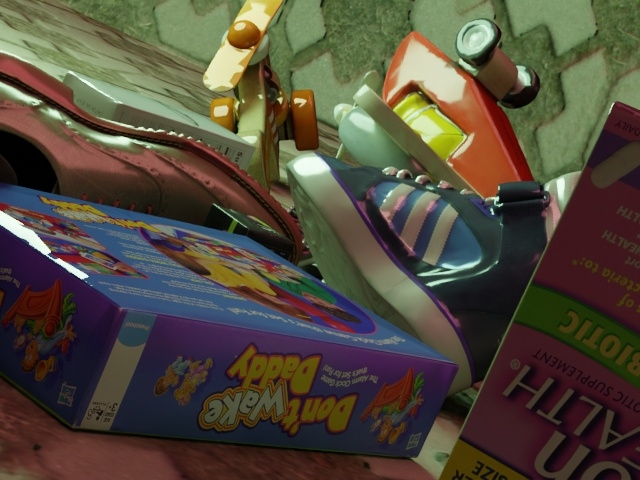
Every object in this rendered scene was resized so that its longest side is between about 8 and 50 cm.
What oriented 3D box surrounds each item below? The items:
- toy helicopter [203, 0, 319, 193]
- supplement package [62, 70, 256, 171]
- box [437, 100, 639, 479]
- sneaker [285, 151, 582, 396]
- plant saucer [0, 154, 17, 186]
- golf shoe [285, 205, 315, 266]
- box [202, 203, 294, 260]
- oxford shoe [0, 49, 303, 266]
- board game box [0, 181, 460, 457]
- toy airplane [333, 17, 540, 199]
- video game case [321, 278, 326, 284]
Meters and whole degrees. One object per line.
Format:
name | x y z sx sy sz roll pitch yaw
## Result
toy helicopter | -0.081 -0.170 2.272 0.140 0.235 0.355 -5 27 2
supplement package | -0.175 -0.084 1.770 0.179 0.105 0.105 16 10 -44
box | 0.213 0.082 0.945 0.214 0.243 0.117 29 10 29
sneaker | 0.133 -0.007 1.589 0.236 0.130 0.323 -25 42 -14
plant saucer | -0.308 -0.054 1.226 0.199 0.036 0.198 13 -21 5
golf shoe | 0.000 0.000 1.867 0.067 0.086 0.186 40 34 16
box | -0.070 0.023 1.453 0.052 0.083 0.062 17 10 -38
oxford shoe | -0.184 -0.033 1.517 0.348 0.123 0.130 24 34 -5
board game box | -0.100 0.052 1.206 0.233 0.078 0.347 30 10 38
toy airplane | 0.167 -0.050 2.157 0.386 0.272 0.384 59 17 -8
video game case | 0.150 0.040 1.762 0.285 0.025 0.204 0 5 5
